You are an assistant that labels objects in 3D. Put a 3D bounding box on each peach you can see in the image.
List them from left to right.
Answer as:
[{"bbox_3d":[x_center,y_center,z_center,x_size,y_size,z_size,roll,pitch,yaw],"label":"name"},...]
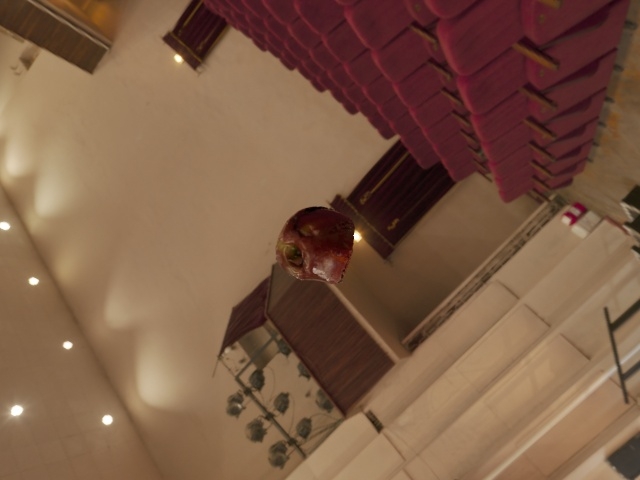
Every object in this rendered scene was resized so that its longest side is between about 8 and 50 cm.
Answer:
[{"bbox_3d":[0.003,-0.005,0.743,0.127,0.092,0.172,22,-148,16],"label":"peach"}]
